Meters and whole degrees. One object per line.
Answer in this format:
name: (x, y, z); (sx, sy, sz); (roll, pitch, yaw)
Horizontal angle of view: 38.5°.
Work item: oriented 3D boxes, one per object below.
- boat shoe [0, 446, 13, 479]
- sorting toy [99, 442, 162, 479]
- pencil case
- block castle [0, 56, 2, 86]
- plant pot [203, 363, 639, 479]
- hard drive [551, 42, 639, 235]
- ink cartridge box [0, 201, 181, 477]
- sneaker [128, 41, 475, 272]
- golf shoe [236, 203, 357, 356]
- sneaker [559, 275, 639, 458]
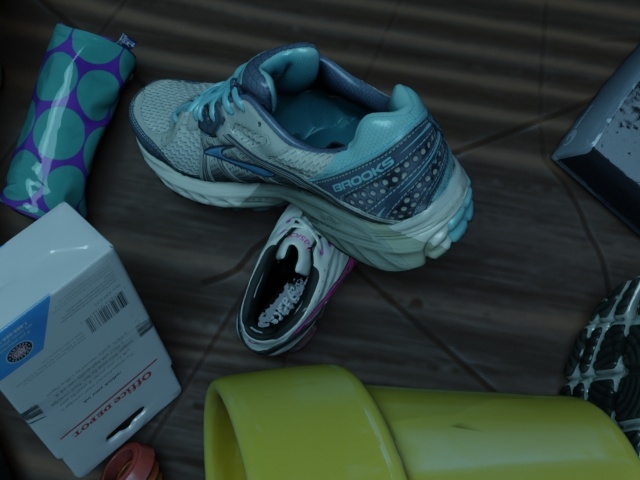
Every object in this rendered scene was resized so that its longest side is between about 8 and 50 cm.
boat shoe: (-0.252, 0.271, 0.627); (0.120, 0.122, 0.323); (-26, 76, 14)
sorting toy: (-0.150, 0.194, 0.662); (0.102, 0.061, 0.042); (-42, 117, 4)
pencil case: (-0.187, -0.085, 0.690); (0.070, 0.064, 0.151); (22, 82, -38)
block castle: (-0.374, -0.175, 0.600); (0.303, 0.213, 0.453); (0, 88, -6)
plant pot: (0.064, 0.193, 0.565); (0.239, 0.254, 0.253); (-7, 82, -15)
hard drive: (0.316, -0.106, 0.677); (0.172, 0.054, 0.254); (43, 86, 7)
ink cartridge box: (-0.169, 0.074, 0.620); (0.104, 0.180, 0.060); (-40, 56, -22)
sneaker: (-0.029, -0.085, 0.612); (0.283, 0.122, 0.110); (19, 58, 34)
golf shoe: (0.000, 0.000, 0.661); (0.068, 0.086, 0.186); (25, 82, 6)
sneaker: (0.243, 0.163, 0.637); (0.118, 0.107, 0.278); (1, 85, -16)
